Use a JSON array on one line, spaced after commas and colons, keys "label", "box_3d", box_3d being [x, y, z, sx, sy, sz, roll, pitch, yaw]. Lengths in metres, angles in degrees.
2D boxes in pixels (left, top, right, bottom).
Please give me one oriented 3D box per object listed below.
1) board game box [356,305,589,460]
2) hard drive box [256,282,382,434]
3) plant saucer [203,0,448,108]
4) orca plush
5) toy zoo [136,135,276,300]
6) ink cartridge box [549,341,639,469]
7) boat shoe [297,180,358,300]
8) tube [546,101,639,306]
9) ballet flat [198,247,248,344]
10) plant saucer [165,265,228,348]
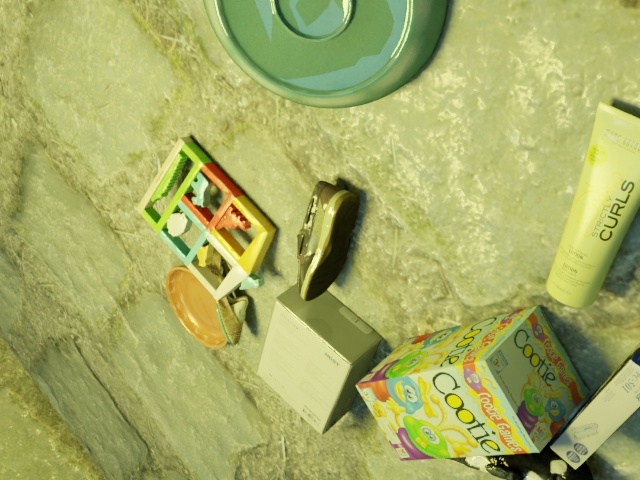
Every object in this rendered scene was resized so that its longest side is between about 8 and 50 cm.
[{"label": "board game box", "box_3d": [0.207, 0.212, 1.082, 0.275, 0.142, 0.144, -27, 95, 52]}, {"label": "hard drive box", "box_3d": [-0.010, 0.209, 1.358, 0.181, 0.089, 0.232, 40, 140, 20]}, {"label": "plant saucer", "box_3d": [-0.005, -0.297, 0.921, 0.318, 0.043, 0.317, 9, 129, 12]}, {"label": "orca plush", "box_3d": [0.281, 0.305, 1.146, 0.151, 0.102, 0.287, 21, 167, -28]}, {"label": "toy zoo", "box_3d": [-0.202, -0.024, 1.397, 0.293, 0.030, 0.192, 46, 121, 13]}, {"label": "ink cartridge box", "box_3d": [0.367, 0.193, 0.933, 0.046, 0.097, 0.207, 40, 140, 20]}, {"label": "boat shoe", "box_3d": [-0.001, 0.000, 1.215, 0.073, 0.080, 0.223, 42, 135, 27]}, {"label": "tube", "box_3d": [0.319, -0.033, 0.860, 0.070, 0.062, 0.240, 9, 125, 1]}, {"label": "ballet flat", "box_3d": [-0.181, 0.107, 1.489, 0.067, 0.073, 0.206, -18, 107, 6]}, {"label": "plant saucer", "box_3d": [-0.253, 0.138, 1.613, 0.200, 0.037, 0.199, 27, 134, 32]}]
